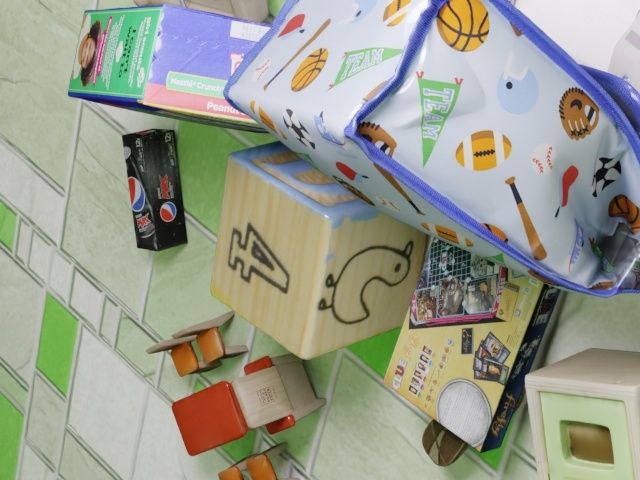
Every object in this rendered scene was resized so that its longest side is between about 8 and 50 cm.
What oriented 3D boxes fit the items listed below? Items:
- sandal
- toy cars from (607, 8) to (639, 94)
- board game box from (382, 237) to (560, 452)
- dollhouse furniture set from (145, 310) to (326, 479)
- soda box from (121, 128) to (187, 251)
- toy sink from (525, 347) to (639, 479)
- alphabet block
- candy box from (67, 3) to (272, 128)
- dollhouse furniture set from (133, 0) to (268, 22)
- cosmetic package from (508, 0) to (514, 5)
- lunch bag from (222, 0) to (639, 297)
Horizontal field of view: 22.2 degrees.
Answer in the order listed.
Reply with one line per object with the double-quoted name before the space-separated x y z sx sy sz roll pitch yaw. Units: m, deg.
"sandal" 0.187 0.208 1.957 0.072 0.049 0.180 58 134 22
"toy cars" 0.368 -0.193 1.545 0.393 0.087 0.176 -38 61 59
"board game box" 0.177 0.099 1.890 0.165 0.042 0.243 34 116 36
"dollhouse furniture set" -0.126 0.234 2.251 0.259 0.135 0.262 -29 81 49
"soda box" -0.237 -0.073 2.331 0.053 0.060 0.169 7 108 48
"toy sink" 0.325 0.247 1.754 0.152 0.131 0.234 3 105 48
"alphabet block" 0.000 0.000 1.993 0.193 0.192 0.197 34 127 39
"candy box" -0.123 -0.197 1.929 0.317 0.268 0.122 -169 89 -66
"dollhouse furniture set" -0.153 -0.424 2.023 0.197 0.151 0.301 19 146 29
"cosmetic package" 0.124 -0.354 1.817 0.231 0.085 0.117 39 130 36
"lunch bag" 0.152 -0.106 1.636 0.239 0.385 0.328 -54 26 -3
